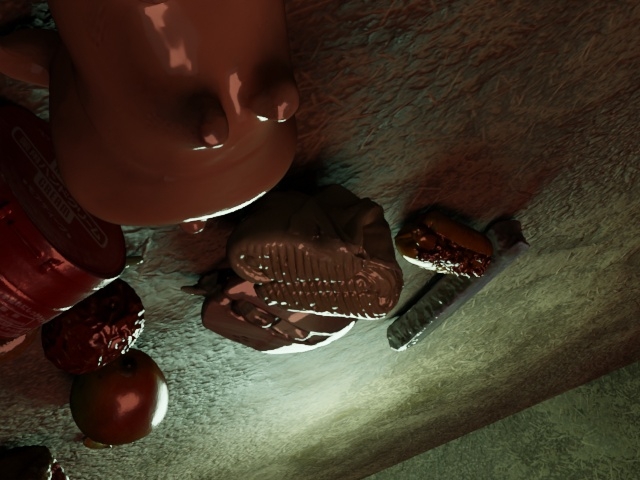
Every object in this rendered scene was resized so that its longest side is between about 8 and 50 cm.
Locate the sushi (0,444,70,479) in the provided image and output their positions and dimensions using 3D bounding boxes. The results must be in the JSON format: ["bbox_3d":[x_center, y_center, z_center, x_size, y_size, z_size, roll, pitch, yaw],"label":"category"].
[{"bbox_3d":[-0.547,0.435,1.723,0.296,0.167,0.179,-19,139,-37],"label":"sushi"}]

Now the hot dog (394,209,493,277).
[{"bbox_3d":[0.200,0.016,1.634,0.102,0.076,0.249,-32,152,23],"label":"hot dog"}]

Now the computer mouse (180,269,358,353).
[{"bbox_3d":[-0.049,0.096,1.530,0.199,0.115,0.389,-41,153,27],"label":"computer mouse"}]

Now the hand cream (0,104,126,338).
[{"bbox_3d":[-0.283,-0.015,0.958,0.125,0.193,0.193,-30,157,11],"label":"hand cream"}]

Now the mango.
[{"bbox_3d":[-0.304,0.245,1.586,0.146,0.129,0.289,-21,166,-14],"label":"mango"}]

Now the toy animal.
[{"bbox_3d":[-0.122,-0.150,0.811,0.237,0.269,0.326,-17,124,-19],"label":"toy animal"}]

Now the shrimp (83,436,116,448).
[{"bbox_3d":[-0.368,0.350,1.872,0.114,0.023,0.083,10,137,-48],"label":"shrimp"}]

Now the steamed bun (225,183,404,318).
[{"bbox_3d":[-0.001,-0.001,1.337,0.218,0.144,0.211,0,149,14],"label":"steamed bun"}]

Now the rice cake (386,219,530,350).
[{"bbox_3d":[0.239,0.084,1.849,0.070,0.064,0.399,-13,155,-39],"label":"rice cake"}]

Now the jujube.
[{"bbox_3d":[-0.294,0.109,1.328,0.112,0.109,0.176,24,147,-20],"label":"jujube"}]

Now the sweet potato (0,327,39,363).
[{"bbox_3d":[-0.443,0.151,1.330,0.218,0.051,0.065,-32,158,15],"label":"sweet potato"}]

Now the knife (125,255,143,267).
[{"bbox_3d":[-0.317,0.045,1.279,0.207,0.014,0.030,-12,160,-25],"label":"knife"}]
